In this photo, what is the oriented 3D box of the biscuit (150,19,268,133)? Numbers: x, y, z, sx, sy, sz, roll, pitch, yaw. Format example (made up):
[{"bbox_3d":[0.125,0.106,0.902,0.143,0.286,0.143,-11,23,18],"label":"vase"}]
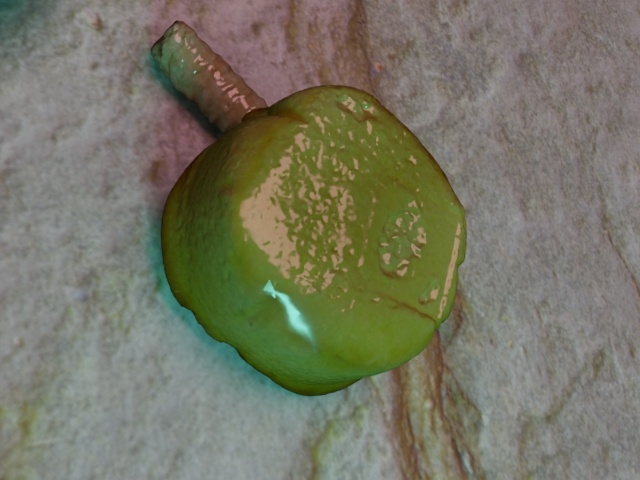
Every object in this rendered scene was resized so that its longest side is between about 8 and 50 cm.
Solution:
[{"bbox_3d":[-0.079,-0.123,0.891,0.219,0.061,0.055,46,50,-9],"label":"biscuit"}]

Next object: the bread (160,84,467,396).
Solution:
[{"bbox_3d":[0.000,0.000,0.797,0.270,0.148,0.270,8,75,-31],"label":"bread"}]
